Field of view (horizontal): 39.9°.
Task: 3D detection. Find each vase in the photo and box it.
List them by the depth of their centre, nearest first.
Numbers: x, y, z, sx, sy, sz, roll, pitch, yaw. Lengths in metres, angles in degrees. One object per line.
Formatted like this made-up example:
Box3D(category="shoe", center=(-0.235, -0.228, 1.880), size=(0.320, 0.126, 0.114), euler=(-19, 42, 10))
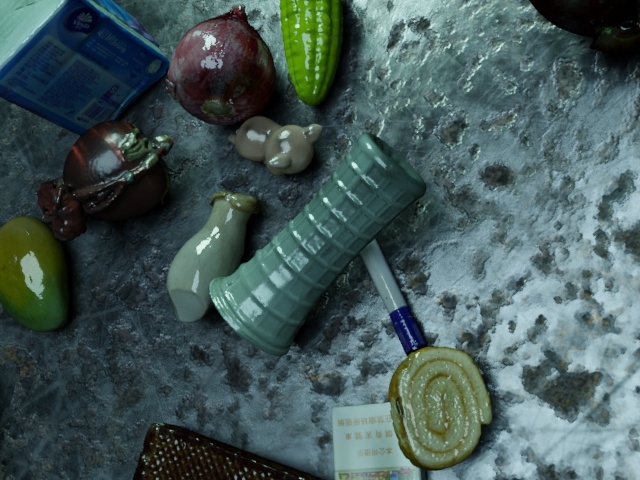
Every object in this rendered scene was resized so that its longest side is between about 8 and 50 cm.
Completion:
Box3D(category="vase", center=(0.000, 0.000, 1.163), size=(0.299, 0.143, 0.143), euler=(-47, 64, 15))

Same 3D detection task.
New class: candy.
Box3D(category="candy", center=(-0.013, -0.299, 1.292), size=(0.096, 0.097, 0.209), euler=(-4, 81, 22))

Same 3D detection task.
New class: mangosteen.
Box3D(category="mangosteen", center=(0.380, -0.330, 1.059), size=(0.231, 0.231, 0.289), euler=(-45, 72, 8))

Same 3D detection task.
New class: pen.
Box3D(category="pen", center=(0.075, 0.033, 1.205), size=(0.033, 0.033, 0.269), euler=(-31, 67, 14))

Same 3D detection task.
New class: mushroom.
Box3D(category="mushroom", center=(-0.157, 0.019, 1.271), size=(0.088, 0.097, 0.212), euler=(27, 78, 1))

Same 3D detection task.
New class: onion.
Box3D(category="onion", center=(-0.140, -0.270, 1.312), size=(0.159, 0.159, 0.195), euler=(-3, 61, 23))

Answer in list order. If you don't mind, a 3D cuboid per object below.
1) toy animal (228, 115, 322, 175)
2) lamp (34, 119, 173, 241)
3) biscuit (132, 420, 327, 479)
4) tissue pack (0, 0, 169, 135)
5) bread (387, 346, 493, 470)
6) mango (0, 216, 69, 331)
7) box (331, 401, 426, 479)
Box3D(category="toy animal", center=(-0.069, -0.138, 1.281), size=(0.150, 0.089, 0.083), euler=(15, 87, 35))
Box3D(category="lamp", center=(-0.332, -0.103, 1.344), size=(0.223, 0.215, 0.151), euler=(-18, 104, -14))
Box3D(category="biscuit", center=(-0.082, 0.340, 1.156), size=(0.388, 0.073, 0.107), euler=(11, 82, 31))
Box3D(category="tissue pack", center=(-0.393, -0.294, 1.356), size=(0.198, 0.263, 0.146), euler=(-41, 65, 10))
Box3D(category="bread", center=(0.149, 0.206, 1.093), size=(0.122, 0.073, 0.149), euler=(-10, 74, -4))
Box3D(category="mango", center=(-0.458, 0.056, 1.403), size=(0.130, 0.092, 0.195), euler=(-34, 76, 10))
Box3D(category="box", center=(0.077, 0.322, 1.135), size=(0.122, 0.032, 0.220), euler=(-9, 74, 21))
